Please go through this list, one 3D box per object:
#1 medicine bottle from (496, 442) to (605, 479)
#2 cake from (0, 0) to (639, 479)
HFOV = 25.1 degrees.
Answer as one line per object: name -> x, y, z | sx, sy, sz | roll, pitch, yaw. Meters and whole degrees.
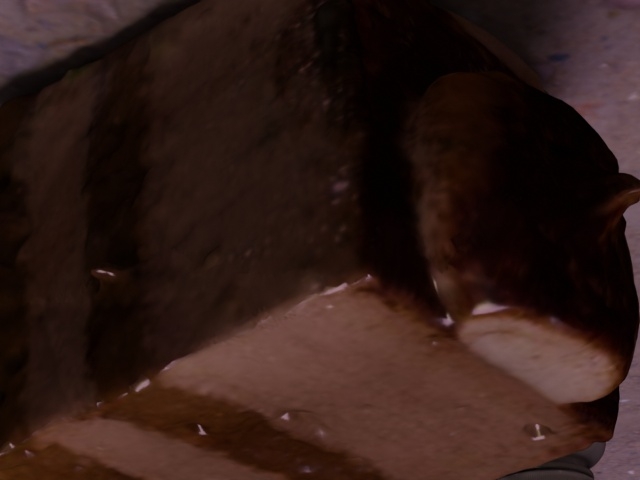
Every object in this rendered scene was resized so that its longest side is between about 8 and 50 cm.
medicine bottle -> 0.123, 0.093, 0.835 | 0.079, 0.140, 0.079 | -1, 152, 0
cake -> 0.000, 0.000, 0.610 | 0.293, 0.199, 0.196 | -26, 138, 32
